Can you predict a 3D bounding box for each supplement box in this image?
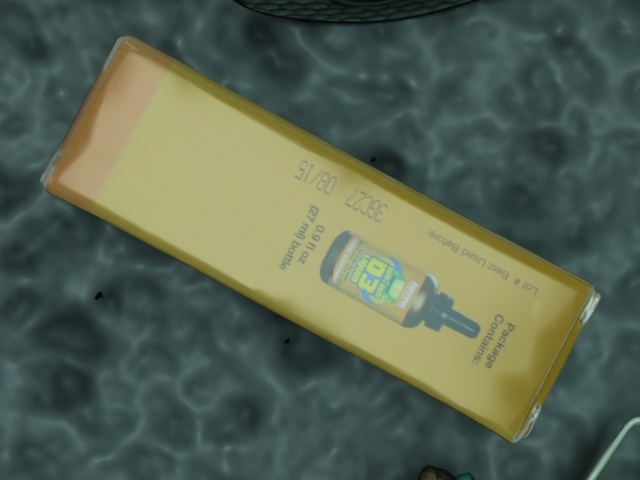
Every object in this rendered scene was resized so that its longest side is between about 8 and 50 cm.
[{"bbox_3d":[0.000,0.000,0.528,0.233,0.080,0.078,29,88,1],"label":"supplement box"}]

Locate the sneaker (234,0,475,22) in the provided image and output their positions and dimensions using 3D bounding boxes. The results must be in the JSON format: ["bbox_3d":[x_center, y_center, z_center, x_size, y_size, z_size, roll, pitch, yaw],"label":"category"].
[{"bbox_3d":[0.057,-0.193,0.533,0.226,0.086,0.163,-12,87,-1],"label":"sneaker"}]

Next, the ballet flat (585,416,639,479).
[{"bbox_3d":[0.183,0.099,0.536,0.231,0.077,0.077,-39,73,-1],"label":"ballet flat"}]

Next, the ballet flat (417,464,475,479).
[{"bbox_3d":[0.061,0.274,0.514,0.124,0.116,0.342,-19,93,13],"label":"ballet flat"}]
